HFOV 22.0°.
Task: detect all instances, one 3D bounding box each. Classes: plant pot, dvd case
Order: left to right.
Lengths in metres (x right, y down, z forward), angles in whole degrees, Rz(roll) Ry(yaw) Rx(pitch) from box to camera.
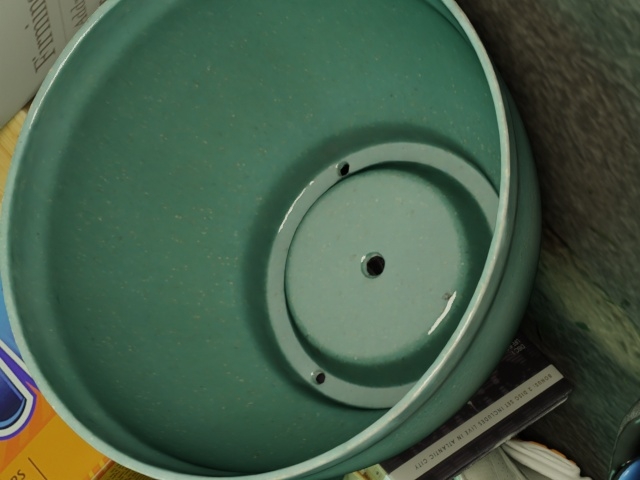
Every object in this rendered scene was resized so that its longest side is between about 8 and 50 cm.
[{"bbox_3d":[0.000,0.000,0.914,0.293,0.293,0.196,43,-172,30],"label":"plant pot"},{"bbox_3d":[0.038,0.054,1.070,0.221,0.164,0.018,47,138,19],"label":"dvd case"}]

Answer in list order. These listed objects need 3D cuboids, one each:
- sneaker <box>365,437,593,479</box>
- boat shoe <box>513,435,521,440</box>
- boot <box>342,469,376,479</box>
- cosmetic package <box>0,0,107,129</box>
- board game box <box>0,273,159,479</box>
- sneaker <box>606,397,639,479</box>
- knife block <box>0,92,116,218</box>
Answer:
[{"bbox_3d":[0.106,0.182,1.121,0.099,0.121,0.262,-31,113,36],"label":"sneaker"},{"bbox_3d":[0.136,0.175,1.234,0.184,0.066,0.063,46,-166,-15],"label":"boat shoe"},{"bbox_3d":[0.024,0.241,1.381,0.095,0.203,0.262,43,167,28],"label":"boot"},{"bbox_3d":[-0.294,-0.228,0.870,0.327,0.394,0.329,37,161,11],"label":"cosmetic package"},{"bbox_3d":[-0.226,0.084,1.287,0.356,0.356,0.356,46,-171,20],"label":"board game box"},{"bbox_3d":[0.201,0.124,0.831,0.079,0.121,0.217,37,158,45],"label":"sneaker"},{"bbox_3d":[-0.241,-0.111,1.063,0.088,0.275,0.242,0,-96,-65],"label":"knife block"}]
